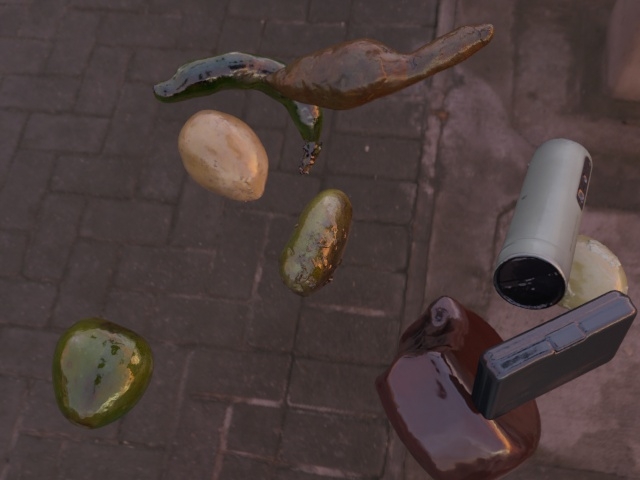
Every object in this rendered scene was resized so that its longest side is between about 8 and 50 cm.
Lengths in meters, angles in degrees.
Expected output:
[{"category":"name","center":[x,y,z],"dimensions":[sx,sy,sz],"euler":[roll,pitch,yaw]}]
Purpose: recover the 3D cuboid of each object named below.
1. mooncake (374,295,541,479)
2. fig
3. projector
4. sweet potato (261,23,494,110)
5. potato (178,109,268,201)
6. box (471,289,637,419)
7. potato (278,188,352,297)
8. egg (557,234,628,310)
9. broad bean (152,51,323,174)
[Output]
[{"category":"mooncake","center":[0.225,0.259,1.230],"dimensions":[0.174,0.333,0.326],"euler":[-39,36,27]},{"category":"fig","center":[-0.402,0.244,1.319],"dimensions":[0.180,0.181,0.191],"euler":[8,61,9]},{"category":"projector","center":[0.357,-0.036,1.149],"dimensions":[0.108,0.108,0.337],"euler":[19,43,13]},{"category":"sweet potato","center":[0.058,-0.188,0.802],"dimensions":[0.269,0.075,0.075],"euler":[-9,66,14]},{"category":"potato","center":[-0.135,-0.123,1.046],"dimensions":[0.147,0.112,0.112],"euler":[44,74,-21]},{"category":"box","center":[0.324,0.163,1.018],"dimensions":[0.230,0.160,0.050],"euler":[-22,55,-11]},{"category":"potato","center":[0.000,0.000,1.474],"dimensions":[0.113,0.149,0.251],"euler":[20,61,25]},{"category":"egg","center":[0.556,0.076,1.549],"dimensions":[0.164,0.164,0.201],"euler":[-41,65,-11]},{"category":"broad bean","center":[-0.102,-0.218,1.124],"dimensions":[0.144,0.291,0.049],"euler":[-62,28,8]}]
